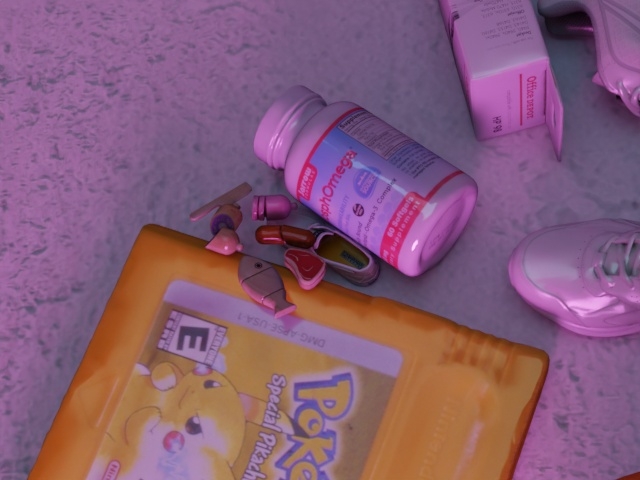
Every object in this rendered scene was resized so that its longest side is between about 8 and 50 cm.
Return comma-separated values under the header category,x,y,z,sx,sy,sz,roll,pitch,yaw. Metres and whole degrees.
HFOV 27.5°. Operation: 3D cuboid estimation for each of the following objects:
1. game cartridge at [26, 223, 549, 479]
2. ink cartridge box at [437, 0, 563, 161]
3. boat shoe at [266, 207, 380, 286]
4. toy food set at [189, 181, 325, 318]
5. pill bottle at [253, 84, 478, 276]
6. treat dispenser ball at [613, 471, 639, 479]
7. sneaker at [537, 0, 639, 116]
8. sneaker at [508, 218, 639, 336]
category,x,y,z,sx,sy,sz,roll,pitch,yaw
game cartridge,-0.034,0.160,0.928,0.324,0.052,0.285,17,73,17
ink cartridge box,0.131,-0.150,0.991,0.060,0.104,0.180,-14,67,4
boat shoe,0.000,0.000,0.992,0.100,0.035,0.035,33,78,19
toy food set,-0.040,-0.002,0.964,0.078,0.019,0.122,-32,56,-25
pill bottle,0.031,-0.049,0.978,0.160,0.087,0.087,34,78,20
treat dispenser ball,0.222,0.265,0.715,0.288,0.288,0.288,-3,69,8
sneaker,0.278,-0.124,0.965,0.118,0.110,0.292,-40,60,1
sneaker,0.246,0.016,0.901,0.232,0.115,0.090,5,70,11
